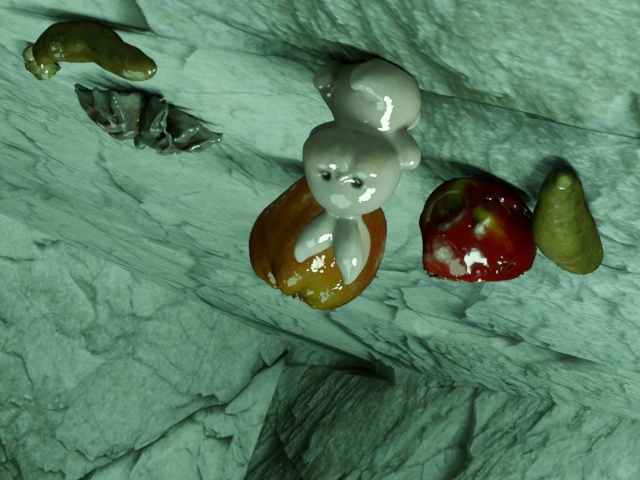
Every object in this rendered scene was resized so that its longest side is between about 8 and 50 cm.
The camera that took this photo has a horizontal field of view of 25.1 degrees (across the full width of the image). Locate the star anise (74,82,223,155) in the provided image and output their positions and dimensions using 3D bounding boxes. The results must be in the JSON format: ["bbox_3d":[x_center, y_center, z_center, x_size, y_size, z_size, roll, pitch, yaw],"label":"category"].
[{"bbox_3d":[-0.228,-0.148,1.851,0.182,0.065,0.195,13,172,39],"label":"star anise"}]

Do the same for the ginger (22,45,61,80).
[{"bbox_3d":[-0.353,-0.218,1.809,0.048,0.030,0.097,22,171,-6],"label":"ginger"}]

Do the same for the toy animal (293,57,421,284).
[{"bbox_3d":[0.032,-0.067,1.401,0.124,0.212,0.124,14,175,1],"label":"toy animal"}]

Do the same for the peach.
[{"bbox_3d":[0.193,-0.003,1.650,0.172,0.127,0.092,23,166,-39],"label":"peach"}]

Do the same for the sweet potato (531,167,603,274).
[{"bbox_3d":[0.264,-0.023,1.581,0.077,0.077,0.244,15,165,25],"label":"sweet potato"}]

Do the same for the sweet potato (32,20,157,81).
[{"bbox_3d":[-0.247,-0.212,1.581,0.182,0.054,0.053,15,136,34],"label":"sweet potato"}]

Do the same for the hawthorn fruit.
[{"bbox_3d":[0.000,0.000,1.901,0.189,0.189,0.189,19,170,4],"label":"hawthorn fruit"}]
